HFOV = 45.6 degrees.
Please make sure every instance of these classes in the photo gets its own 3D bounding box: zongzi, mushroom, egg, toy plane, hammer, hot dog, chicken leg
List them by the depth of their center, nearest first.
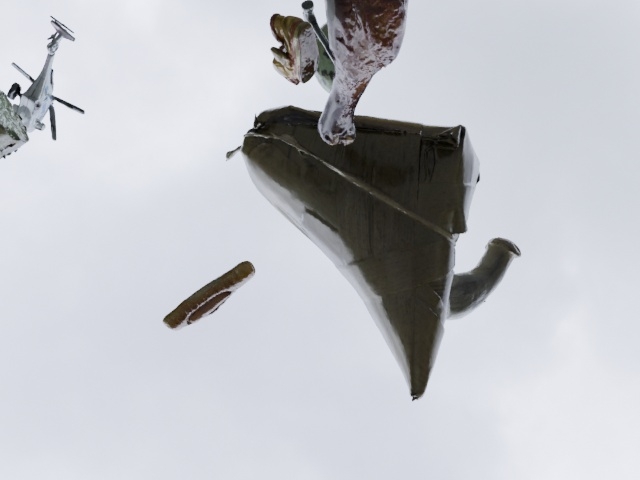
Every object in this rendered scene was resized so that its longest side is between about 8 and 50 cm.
[{"bbox_3d":[-0.137,0.072,0.960,0.137,0.044,0.028,-36,-110,3],"label":"hot dog"},{"bbox_3d":[0.040,-0.283,0.962,0.096,0.406,0.158,-12,-141,-20],"label":"chicken leg"},{"bbox_3d":[-0.005,-0.007,1.323,0.500,0.218,0.466,11,-109,17],"label":"zongzi"},{"bbox_3d":[0.311,0.074,1.503,0.223,0.081,0.092,-34,-87,-22],"label":"mushroom"},{"bbox_3d":[-0.584,-0.324,1.612,0.182,0.273,0.107,49,-138,-15],"label":"toy plane"},{"bbox_3d":[0.026,-0.409,1.675,0.029,0.103,0.246,-28,-107,-5],"label":"hammer"},{"bbox_3d":[0.060,-0.461,1.931,0.177,0.177,0.228,1,-121,4],"label":"egg"}]

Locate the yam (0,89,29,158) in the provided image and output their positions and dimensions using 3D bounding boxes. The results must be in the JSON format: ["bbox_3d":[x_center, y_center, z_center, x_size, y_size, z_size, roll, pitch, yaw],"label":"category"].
[{"bbox_3d":[-0.694,-0.177,1.382,0.304,0.168,0.168,-26,-124,9],"label":"yam"}]

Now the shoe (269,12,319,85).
[{"bbox_3d":[-0.038,-0.281,1.101,0.069,0.109,0.072,33,-100,20],"label":"shoe"}]
